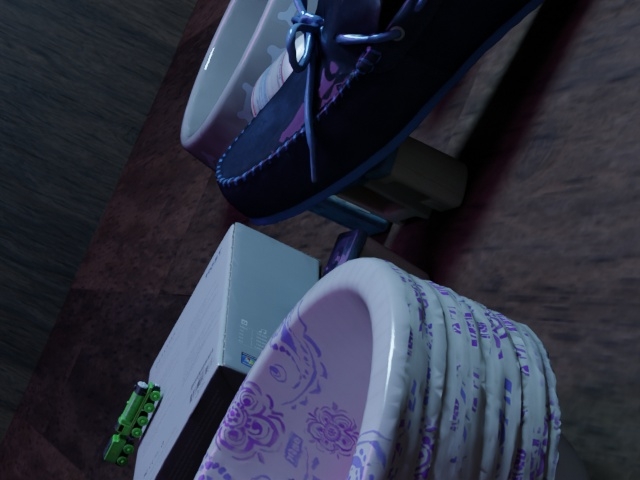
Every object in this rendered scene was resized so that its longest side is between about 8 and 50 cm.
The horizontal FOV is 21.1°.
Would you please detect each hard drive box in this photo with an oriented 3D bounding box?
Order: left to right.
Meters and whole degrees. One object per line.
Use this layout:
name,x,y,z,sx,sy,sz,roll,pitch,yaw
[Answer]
hard drive box,-0.078,0.123,1.435,0.181,0.089,0.232,-59,15,26

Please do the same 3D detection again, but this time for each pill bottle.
pill bottle,-0.004,-0.151,1.646,0.160,0.087,0.087,-32,36,66

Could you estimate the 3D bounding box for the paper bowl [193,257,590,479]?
paper bowl,0.026,0.163,0.827,0.284,0.148,0.284,-59,14,24

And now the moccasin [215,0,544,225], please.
moccasin,0.042,-0.161,1.195,0.342,0.117,0.138,-45,30,5

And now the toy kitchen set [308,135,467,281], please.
toy kitchen set,0.000,0.000,1.278,0.166,0.122,0.207,-68,13,-11

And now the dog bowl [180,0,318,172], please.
dog bowl,-0.047,-0.221,1.913,0.349,0.102,0.349,-59,15,27

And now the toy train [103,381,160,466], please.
toy train,-0.159,0.154,1.452,0.083,0.024,0.017,-63,13,16
